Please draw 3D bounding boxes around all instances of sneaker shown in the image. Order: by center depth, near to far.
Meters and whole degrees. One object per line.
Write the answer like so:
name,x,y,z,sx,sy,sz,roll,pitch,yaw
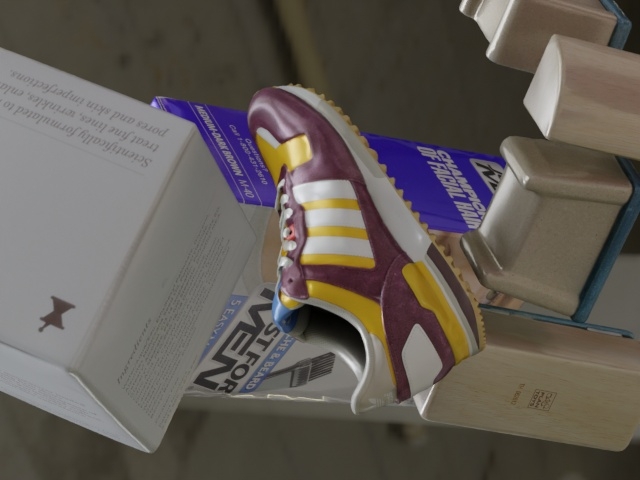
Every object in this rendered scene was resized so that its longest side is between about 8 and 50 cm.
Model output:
sneaker,0.000,0.000,0.919,0.084,0.185,0.069,-30,-30,-14

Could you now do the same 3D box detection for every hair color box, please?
hair color box,-0.007,0.019,1.326,0.339,0.185,0.110,6,-139,-42

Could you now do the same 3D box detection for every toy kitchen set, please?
toy kitchen set,0.124,-0.025,0.989,0.166,0.122,0.207,-111,38,-56

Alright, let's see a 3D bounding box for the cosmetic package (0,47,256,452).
cosmetic package,-0.147,0.007,1.052,0.151,0.151,0.184,-64,-16,-15
